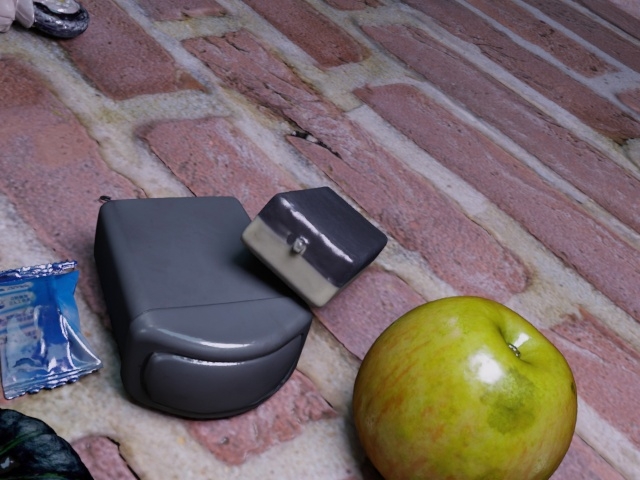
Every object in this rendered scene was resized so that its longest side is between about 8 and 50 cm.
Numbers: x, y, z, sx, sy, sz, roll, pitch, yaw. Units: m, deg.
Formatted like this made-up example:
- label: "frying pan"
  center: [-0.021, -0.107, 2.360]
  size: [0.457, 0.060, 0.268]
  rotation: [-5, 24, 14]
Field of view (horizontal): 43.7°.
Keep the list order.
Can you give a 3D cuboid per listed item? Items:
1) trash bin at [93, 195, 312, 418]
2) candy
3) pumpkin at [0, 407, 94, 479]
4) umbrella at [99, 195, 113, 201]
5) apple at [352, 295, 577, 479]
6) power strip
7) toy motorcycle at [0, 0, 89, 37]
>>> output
- label: "trash bin"
  center: [-0.119, 0.057, 0.777]
  size: [0.176, 0.101, 0.236]
  rotation: [-5, 42, -27]
- label: "candy"
  center: [-0.256, 0.077, 0.738]
  size: [0.088, 0.038, 0.136]
  rotation: [-8, 54, -27]
- label: "pumpkin"
  center: [-0.240, 0.194, 0.516]
  size: [0.201, 0.140, 0.202]
  rotation: [15, 37, -11]
- label: "umbrella"
  center: [-0.195, -0.036, 0.926]
  size: [0.122, 0.013, 0.022]
  rotation: [12, 16, -8]
- label: "apple"
  center: [0.129, 0.143, 0.717]
  size: [0.195, 0.196, 0.196]
  rotation: [12, 38, -10]
- label: "power strip"
  center: [0.000, 0.000, 0.830]
  size: [0.105, 0.070, 0.256]
  rotation: [40, 10, 6]
- label: "toy motorcycle"
  center: [-0.507, -0.397, 1.156]
  size: [0.340, 0.108, 0.222]
  rotation: [44, 37, 18]
